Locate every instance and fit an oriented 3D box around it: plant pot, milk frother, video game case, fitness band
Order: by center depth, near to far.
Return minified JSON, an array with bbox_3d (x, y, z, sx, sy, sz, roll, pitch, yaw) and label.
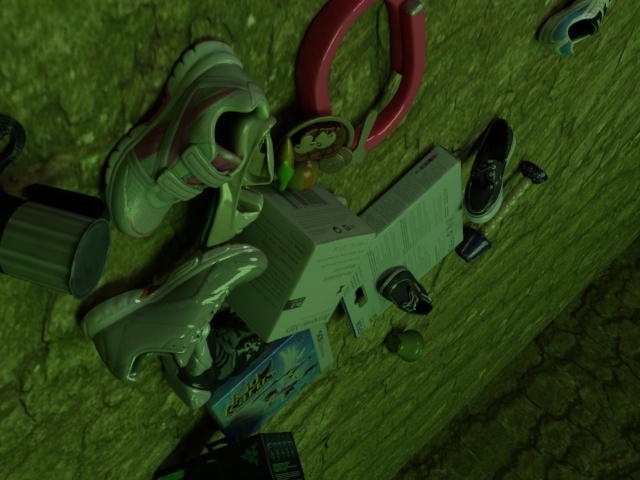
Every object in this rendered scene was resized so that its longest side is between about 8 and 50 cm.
[{"bbox_3d":[-0.279,-0.034,0.796,0.143,0.135,0.129,96,11,-54],"label":"milk frother"},{"bbox_3d":[0.061,-0.235,1.155,0.209,0.054,0.291,-41,152,-16],"label":"fitness band"},{"bbox_3d":[-0.098,0.254,1.558,0.269,0.061,0.244,-41,152,-17],"label":"video game case"},{"bbox_3d":[0.204,0.260,2.033,0.079,0.083,0.083,16,113,-49],"label":"plant pot"}]

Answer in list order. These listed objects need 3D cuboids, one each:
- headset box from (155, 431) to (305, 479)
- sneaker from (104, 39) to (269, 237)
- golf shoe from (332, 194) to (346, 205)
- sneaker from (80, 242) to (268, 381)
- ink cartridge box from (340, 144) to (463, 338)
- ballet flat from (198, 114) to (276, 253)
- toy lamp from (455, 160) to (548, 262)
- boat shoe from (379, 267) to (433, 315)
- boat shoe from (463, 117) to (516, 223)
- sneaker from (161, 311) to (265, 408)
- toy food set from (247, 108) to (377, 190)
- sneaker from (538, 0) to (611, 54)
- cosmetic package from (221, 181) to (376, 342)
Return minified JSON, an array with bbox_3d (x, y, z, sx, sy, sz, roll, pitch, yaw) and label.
[{"bbox_3d":[-0.149,0.510,1.516,0.246,0.283,0.131,-23,161,19],"label":"headset box"},{"bbox_3d":[-0.152,-0.099,0.934,0.252,0.111,0.103,-56,153,14],"label":"sneaker"},{"bbox_3d":[0.000,0.000,1.366,0.086,0.069,0.176,-25,146,-51],"label":"golf shoe"},{"bbox_3d":[-0.178,0.102,1.096,0.262,0.121,0.099,-27,164,-11],"label":"sneaker"},{"bbox_3d":[0.147,0.013,1.610,0.330,0.071,0.324,-40,154,-11],"label":"ink cartridge box"},{"bbox_3d":[-0.106,-0.071,1.061,0.086,0.086,0.248,-27,147,-39],"label":"ballet flat"},{"bbox_3d":[0.423,-0.065,1.930,0.275,0.080,0.080,-49,154,-4],"label":"toy lamp"},{"bbox_3d":[0.181,0.110,1.646,0.075,0.065,0.206,-49,154,5],"label":"boat shoe"},{"bbox_3d":[0.337,-0.146,1.629,0.228,0.080,0.076,-64,147,-21],"label":"boat shoe"},{"bbox_3d":[-0.166,0.152,1.275,0.153,0.101,0.268,-35,156,-29],"label":"sneaker"},{"bbox_3d":[-0.006,-0.120,1.137,0.192,0.038,0.132,-13,147,-23],"label":"toy food set"},{"bbox_3d":[0.518,-0.441,1.559,0.237,0.086,0.085,-46,152,-10],"label":"sneaker"},{"bbox_3d":[-0.046,0.026,1.224,0.151,0.151,0.184,-12,136,-50],"label":"cosmetic package"}]
